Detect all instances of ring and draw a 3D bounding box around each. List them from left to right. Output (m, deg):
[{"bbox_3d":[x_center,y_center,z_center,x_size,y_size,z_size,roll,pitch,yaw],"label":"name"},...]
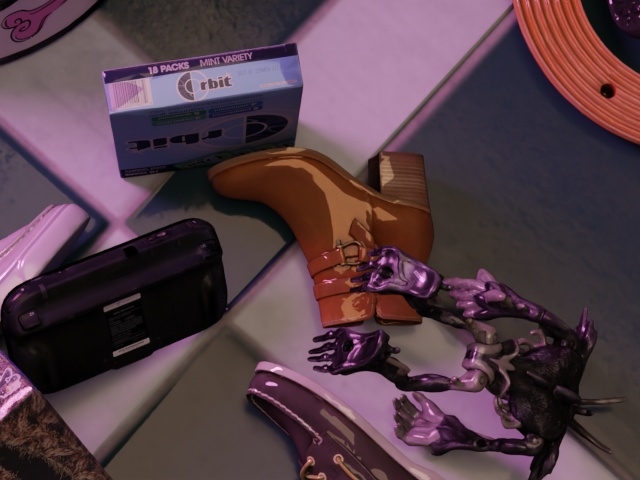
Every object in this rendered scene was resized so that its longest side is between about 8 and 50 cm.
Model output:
[{"bbox_3d":[0.337,-0.236,1.674,0.336,0.032,0.337,1,77,-4],"label":"ring"}]

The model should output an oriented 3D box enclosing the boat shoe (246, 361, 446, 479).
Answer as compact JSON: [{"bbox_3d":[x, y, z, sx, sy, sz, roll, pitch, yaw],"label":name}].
[{"bbox_3d":[0.025,0.188,1.529,0.227,0.081,0.069,36,73,2],"label":"boat shoe"}]

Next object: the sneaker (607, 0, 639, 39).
[{"bbox_3d":[0.294,-0.279,1.639,0.097,0.084,0.235,-1,77,-29],"label":"sneaker"}]

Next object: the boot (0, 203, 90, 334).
[{"bbox_3d":[-0.317,0.039,1.534,0.123,0.095,0.258,42,78,1],"label":"boot"}]

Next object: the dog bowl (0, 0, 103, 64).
[{"bbox_3d":[-0.345,-0.358,1.598,0.408,0.150,0.408,1,77,-3],"label":"dog bowl"}]

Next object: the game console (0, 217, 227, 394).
[{"bbox_3d":[-0.234,0.095,1.503,0.361,0.213,0.044,-22,39,-25],"label":"game console"}]

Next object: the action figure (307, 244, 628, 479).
[{"bbox_3d":[0.125,0.100,1.522,0.275,0.141,0.164,29,80,-34],"label":"action figure"}]

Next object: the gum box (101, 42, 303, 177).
[{"bbox_3d":[-0.097,-0.105,1.536,0.157,0.184,0.041,-9,77,-6],"label":"gum box"}]

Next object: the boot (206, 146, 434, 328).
[{"bbox_3d":[0.000,0.000,1.579,0.197,0.073,0.152,0,81,-1],"label":"boot"}]

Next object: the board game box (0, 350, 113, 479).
[{"bbox_3d":[-0.302,0.242,1.403,0.291,0.232,0.141,-42,43,-11],"label":"board game box"}]
